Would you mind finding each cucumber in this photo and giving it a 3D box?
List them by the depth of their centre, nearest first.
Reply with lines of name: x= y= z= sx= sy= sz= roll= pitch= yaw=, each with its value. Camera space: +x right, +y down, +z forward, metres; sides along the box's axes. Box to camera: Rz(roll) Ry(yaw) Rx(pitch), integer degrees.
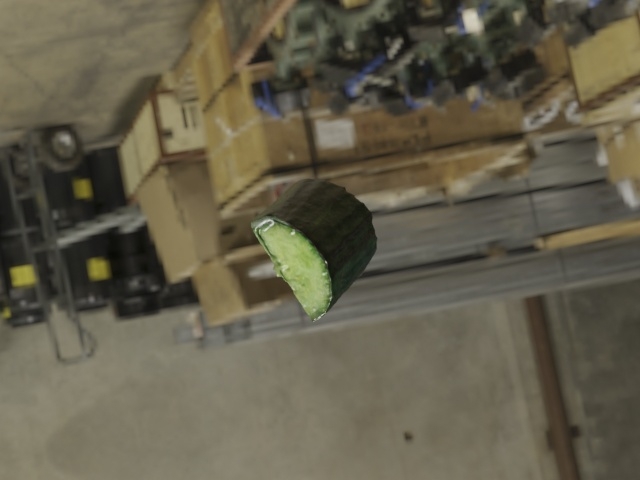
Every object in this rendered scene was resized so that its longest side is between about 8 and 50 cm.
cucumber: x=0.000 y=0.000 z=1.312 sx=0.062 sy=0.116 sz=0.115 roll=-33 pitch=-174 yaw=35
